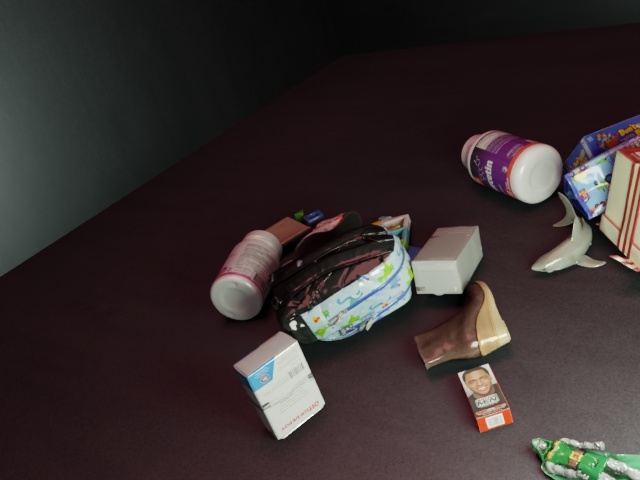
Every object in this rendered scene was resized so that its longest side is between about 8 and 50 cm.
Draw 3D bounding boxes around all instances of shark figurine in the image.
[{"bbox_3d":[0.659,-0.027,1.693,0.166,0.116,0.278,2,37,34],"label":"shark figurine"}]

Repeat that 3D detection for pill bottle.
[{"bbox_3d":[-0.217,0.098,2.001,0.160,0.160,0.283,-9,29,20],"label":"pill bottle"},{"bbox_3d":[0.586,-0.241,2.047,0.181,0.181,0.323,-28,28,-13],"label":"pill bottle"}]

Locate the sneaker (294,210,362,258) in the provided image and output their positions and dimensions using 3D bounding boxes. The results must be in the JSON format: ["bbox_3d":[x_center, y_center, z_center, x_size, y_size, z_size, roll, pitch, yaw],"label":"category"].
[{"bbox_3d":[0.001,0.001,2.076,0.270,0.090,0.145,-35,8,-32],"label":"sneaker"}]

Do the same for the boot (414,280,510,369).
[{"bbox_3d":[0.318,0.194,1.547,0.206,0.090,0.248,-19,26,7],"label":"boot"}]

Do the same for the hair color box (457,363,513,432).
[{"bbox_3d":[0.339,0.323,1.350,0.072,0.043,0.141,-19,27,4],"label":"hair color box"}]

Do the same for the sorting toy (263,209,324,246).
[{"bbox_3d":[-0.143,-0.007,2.267,0.347,0.047,0.196,-32,26,-21],"label":"sorting toy"}]

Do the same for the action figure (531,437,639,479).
[{"bbox_3d":[0.470,0.392,1.126,0.232,0.063,0.137,7,42,48],"label":"action figure"}]

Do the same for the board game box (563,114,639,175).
[{"bbox_3d":[0.896,-0.280,1.874,0.347,0.078,0.233,-21,-16,-2],"label":"board game box"}]

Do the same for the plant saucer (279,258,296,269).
[{"bbox_3d":[-0.081,0.106,1.982,0.119,0.021,0.119,-9,60,15],"label":"plant saucer"}]

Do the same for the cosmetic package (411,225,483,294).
[{"bbox_3d":[0.342,0.050,1.740,0.127,0.107,0.238,-3,19,28],"label":"cosmetic package"}]

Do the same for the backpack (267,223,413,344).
[{"bbox_3d":[0.070,0.107,1.728,0.355,0.273,0.290,-43,25,9],"label":"backpack"}]

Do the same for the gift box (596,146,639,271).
[{"bbox_3d":[0.793,-0.066,1.506,0.276,0.258,0.255,-5,30,1],"label":"gift box"}]

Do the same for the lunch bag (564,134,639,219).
[{"bbox_3d":[0.780,-0.169,1.765,0.221,0.138,0.293,-29,-4,16],"label":"lunch bag"}]

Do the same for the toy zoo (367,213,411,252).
[{"bbox_3d":[0.182,-0.003,2.017,0.192,0.030,0.293,-18,21,17],"label":"toy zoo"}]

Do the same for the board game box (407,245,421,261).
[{"bbox_3d":[0.219,0.062,1.912,0.133,0.033,0.168,-34,22,-23],"label":"board game box"}]

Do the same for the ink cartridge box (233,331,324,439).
[{"bbox_3d":[-0.091,0.327,1.473,0.139,0.191,0.082,-33,29,-24],"label":"ink cartridge box"}]
